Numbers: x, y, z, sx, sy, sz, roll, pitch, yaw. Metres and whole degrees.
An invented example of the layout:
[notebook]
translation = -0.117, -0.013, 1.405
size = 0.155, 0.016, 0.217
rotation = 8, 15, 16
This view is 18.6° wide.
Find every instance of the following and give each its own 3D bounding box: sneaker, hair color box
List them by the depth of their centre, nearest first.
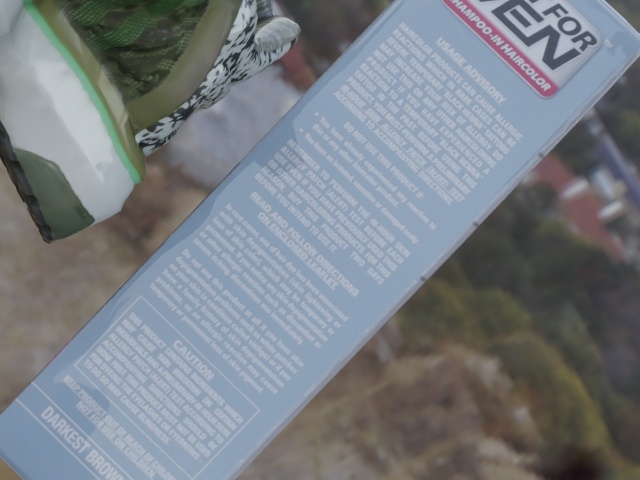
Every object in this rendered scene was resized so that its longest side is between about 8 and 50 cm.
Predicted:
[sneaker]
translation = -0.080, -0.150, 0.777
size = 0.158, 0.182, 0.410
rotation = 59, -11, 15
[hair color box]
translation = 0.000, 0.000, 1.059
size = 0.113, 0.374, 0.185
rotation = 44, 2, 2
